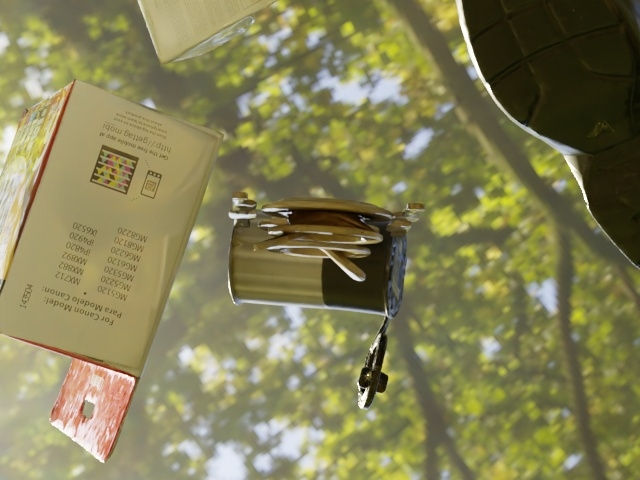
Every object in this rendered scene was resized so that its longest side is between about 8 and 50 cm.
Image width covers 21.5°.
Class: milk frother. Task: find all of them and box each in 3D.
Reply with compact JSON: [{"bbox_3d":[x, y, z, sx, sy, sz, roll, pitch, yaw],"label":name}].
[{"bbox_3d":[-0.004,0.054,1.377,0.134,0.143,0.129,4,-38,13],"label":"milk frother"}]

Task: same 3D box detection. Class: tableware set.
[{"bbox_3d":[0.000,0.000,1.150,0.128,0.194,0.039,4,-95,-2],"label":"tableware set"}]

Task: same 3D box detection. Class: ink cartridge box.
[{"bbox_3d":[-0.075,-0.218,1.176,0.179,0.045,0.145,-19,-89,48],"label":"ink cartridge box"},{"bbox_3d":[-0.214,0.024,1.409,0.130,0.272,0.309,20,-6,-16],"label":"ink cartridge box"}]

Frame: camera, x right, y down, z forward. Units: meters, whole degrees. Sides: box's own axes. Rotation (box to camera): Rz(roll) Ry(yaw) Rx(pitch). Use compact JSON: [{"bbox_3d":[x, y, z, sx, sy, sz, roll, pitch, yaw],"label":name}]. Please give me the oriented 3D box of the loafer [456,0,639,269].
[{"bbox_3d":[0.102,-0.063,0.612,0.062,0.061,0.170,-16,-57,32],"label":"loafer"}]
